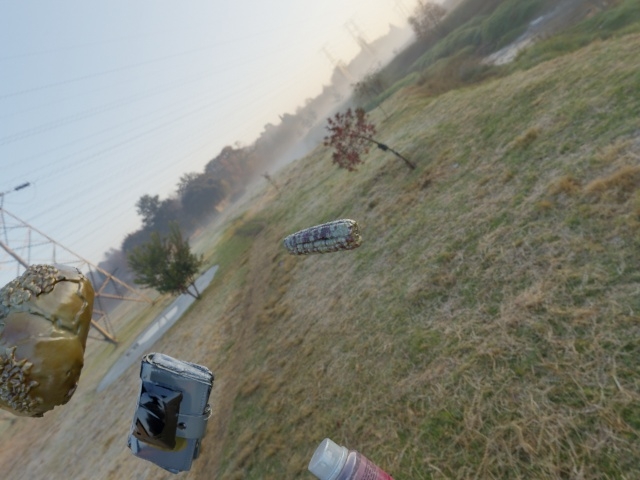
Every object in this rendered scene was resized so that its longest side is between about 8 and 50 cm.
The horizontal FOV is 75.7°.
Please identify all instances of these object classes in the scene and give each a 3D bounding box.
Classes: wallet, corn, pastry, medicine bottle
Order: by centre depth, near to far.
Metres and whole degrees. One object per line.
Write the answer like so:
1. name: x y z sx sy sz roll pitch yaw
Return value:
1. pastry: -0.586 0.190 0.825 0.254 0.162 0.311 -18 66 26
2. wallet: -0.313 0.358 0.852 0.069 0.170 0.231 -50 -22 -74
3. corn: 0.000 0.000 1.025 0.237 0.080 0.079 -13 29 38
4. medicine bottle: 0.092 0.686 1.182 0.147 0.247 0.147 -55 -3 -5
